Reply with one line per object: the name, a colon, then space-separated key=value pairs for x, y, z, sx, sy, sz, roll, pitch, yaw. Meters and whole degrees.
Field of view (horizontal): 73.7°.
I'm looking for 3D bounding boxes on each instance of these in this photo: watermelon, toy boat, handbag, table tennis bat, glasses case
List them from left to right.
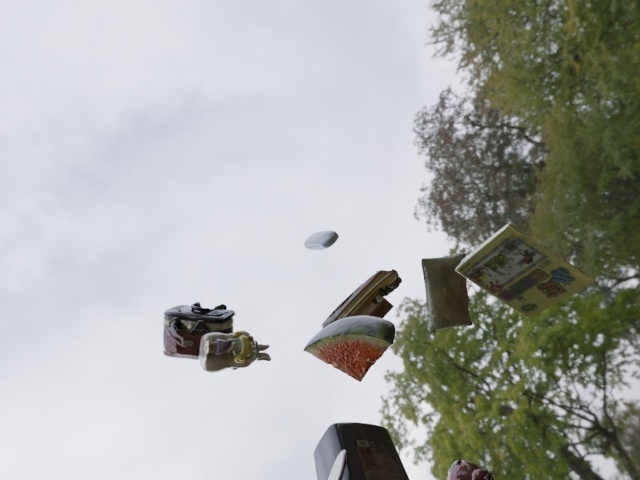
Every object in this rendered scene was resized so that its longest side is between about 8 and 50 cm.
handbag: x=-0.431 y=0.317 z=1.507 sx=0.181 sy=0.254 sz=0.182 roll=-17 pitch=-71 yaw=-78
glasses case: x=0.000 y=0.000 z=1.424 sx=0.067 sy=0.178 sz=0.045 roll=-44 pitch=-73 yaw=-21
table tennis bat: x=0.018 y=0.423 z=0.745 sx=0.155 sy=0.019 sz=0.098 roll=108 pitch=-175 yaw=-48
watermelon: x=0.079 y=0.195 z=0.868 sx=0.192 sy=0.137 sz=0.145 roll=-5 pitch=-44 yaw=-33
toy boat: x=0.171 y=0.301 z=1.761 sx=0.445 sy=0.162 sz=0.136 roll=-44 pitch=-26 yaw=1

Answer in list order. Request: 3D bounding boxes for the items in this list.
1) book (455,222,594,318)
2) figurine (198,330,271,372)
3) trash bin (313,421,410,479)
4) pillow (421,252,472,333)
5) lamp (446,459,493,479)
book: x=0.391 y=0.065 z=0.841 sx=0.192 sy=0.168 sz=0.013 roll=33 pitch=-130 yaw=-1
figurine: x=-0.253 y=0.344 z=1.348 sx=0.235 sy=0.127 sz=0.155 roll=3 pitch=-41 yaw=-26
trash bin: x=0.101 y=0.564 z=0.938 sx=0.209 sy=0.290 sz=0.182 roll=14 pitch=-64 yaw=-20
pillow: x=0.500 y=0.210 z=1.689 sx=0.184 sy=0.075 sz=0.303 roll=-7 pitch=-86 yaw=-5
lamp: x=0.570 y=0.906 z=1.612 sx=0.215 sy=0.223 sz=0.151 roll=45 pitch=-146 yaw=-31
